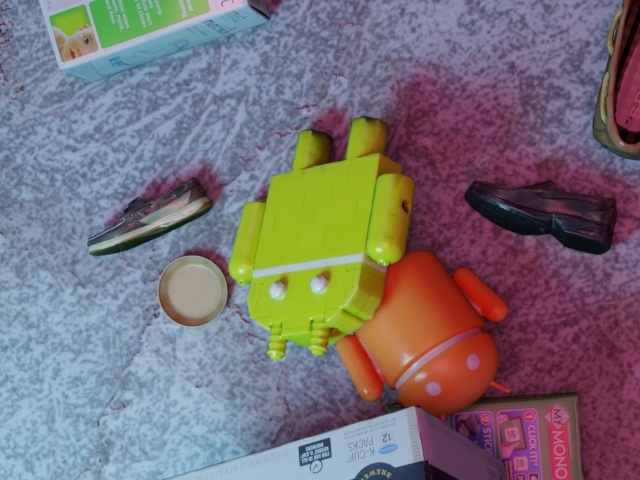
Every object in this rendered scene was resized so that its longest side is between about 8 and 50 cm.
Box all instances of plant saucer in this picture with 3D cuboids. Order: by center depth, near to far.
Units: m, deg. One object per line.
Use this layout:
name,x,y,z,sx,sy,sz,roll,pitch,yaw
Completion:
plant saucer,-0.147,0.059,1.789,0.083,0.015,0.083,0,89,9

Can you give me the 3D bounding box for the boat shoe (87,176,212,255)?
boat shoe,-0.201,-0.027,1.782,0.152,0.056,0.049,-22,82,-1

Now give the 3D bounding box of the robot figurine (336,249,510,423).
robot figurine,0.111,0.098,1.679,0.219,0.158,0.128,56,135,19

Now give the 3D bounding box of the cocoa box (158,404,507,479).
cocoa box,0.010,0.347,1.589,0.347,0.231,0.228,-19,60,22

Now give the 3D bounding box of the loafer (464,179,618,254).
loafer,0.245,-0.038,1.710,0.170,0.062,0.061,19,71,5

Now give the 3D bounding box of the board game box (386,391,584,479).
board game box,0.192,0.334,1.719,0.213,0.046,0.317,-4,89,9

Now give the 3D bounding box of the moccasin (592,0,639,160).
moccasin,0.379,-0.271,1.636,0.139,0.147,0.380,25,94,8

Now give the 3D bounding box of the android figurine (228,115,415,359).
android figurine,0.000,0.000,1.678,0.248,0.056,0.273,-7,62,43

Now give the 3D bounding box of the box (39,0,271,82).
box,-0.206,-0.341,1.745,0.231,0.127,0.262,-17,86,11
